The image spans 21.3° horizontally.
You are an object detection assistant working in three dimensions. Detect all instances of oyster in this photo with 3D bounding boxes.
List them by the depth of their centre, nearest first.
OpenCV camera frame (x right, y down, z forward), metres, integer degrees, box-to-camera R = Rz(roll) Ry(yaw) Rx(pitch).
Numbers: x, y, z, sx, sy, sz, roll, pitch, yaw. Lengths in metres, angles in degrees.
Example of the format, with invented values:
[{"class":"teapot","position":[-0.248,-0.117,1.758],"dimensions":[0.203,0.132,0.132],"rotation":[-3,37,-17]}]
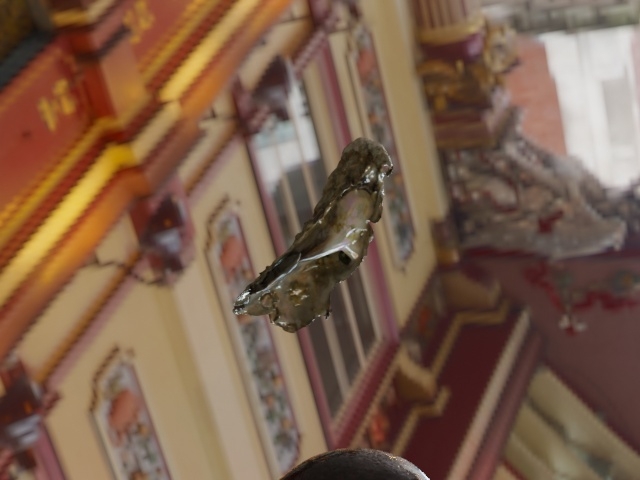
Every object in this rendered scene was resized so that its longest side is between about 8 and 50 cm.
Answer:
[{"class":"oyster","position":[0.000,0.003,1.478],"dimensions":[0.200,0.106,0.061],"rotation":[-40,-135,10]}]

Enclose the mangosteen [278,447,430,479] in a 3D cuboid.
[{"class":"mangosteen","position":[0.037,0.332,1.638],"dimensions":[0.236,0.235,0.261],"rotation":[-12,-153,4]}]
